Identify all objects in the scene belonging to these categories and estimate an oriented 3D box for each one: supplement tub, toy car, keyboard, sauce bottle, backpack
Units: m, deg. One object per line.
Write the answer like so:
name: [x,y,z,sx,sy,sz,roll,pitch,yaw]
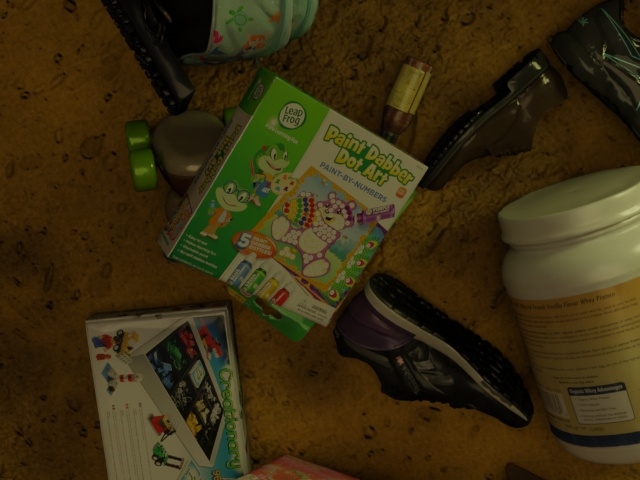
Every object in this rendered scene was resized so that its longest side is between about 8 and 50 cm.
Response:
supplement tub: [0.357,0.087,1.222,0.228,0.228,0.316,-19,100,4]
toy car: [-0.158,-0.059,1.271,0.154,0.149,0.189,-9,125,-9]
keyboard: [-0.240,-0.297,1.163,0.033,0.201,0.317,-32,91,-18]
sauce bottle: [0.103,-0.172,1.274,0.042,0.042,0.128,24,99,-4]
backpack: [-0.108,-0.314,1.147,0.191,0.253,0.225,-7,99,-18]

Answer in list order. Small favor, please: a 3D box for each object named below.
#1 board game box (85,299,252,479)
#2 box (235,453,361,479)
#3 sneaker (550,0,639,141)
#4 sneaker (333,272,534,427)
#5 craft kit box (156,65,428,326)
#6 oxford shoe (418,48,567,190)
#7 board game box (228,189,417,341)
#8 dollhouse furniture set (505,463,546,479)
board game box: [-0.200,0.241,1.345,0.192,0.053,0.306,-5,100,2]
box: [0.037,0.401,1.267,0.299,0.142,0.154,12,101,27]
sneaker: [0.411,-0.184,1.234,0.267,0.101,0.106,44,104,-7]
sneaker: [0.147,0.170,1.319,0.283,0.107,0.124,37,113,-2]
craft kit box: [-0.030,-0.045,1.207,0.249,0.061,0.247,26,98,-32]
oxford shoe: [0.222,-0.132,1.261,0.227,0.083,0.096,-41,101,8]
board game box: [0.000,0.000,1.309,0.124,0.039,0.259,37,96,-5]
dollhouse furniture set: [0.340,0.570,1.295,0.394,0.256,0.362,28,99,-4]
